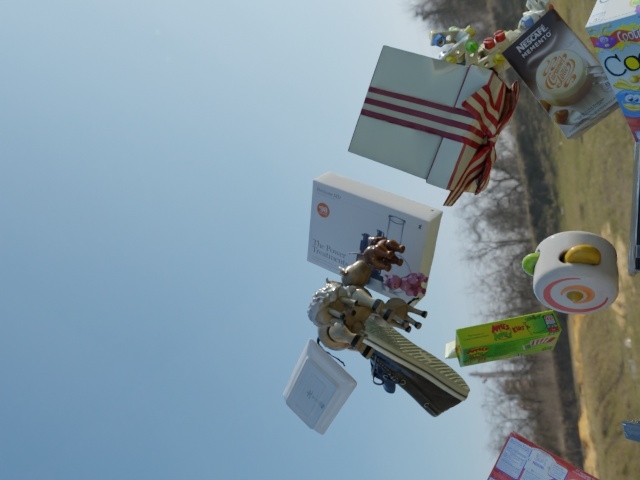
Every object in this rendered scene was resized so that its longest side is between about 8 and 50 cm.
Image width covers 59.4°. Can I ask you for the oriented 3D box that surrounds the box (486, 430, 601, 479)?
[{"bbox_3d":[0.518,0.551,1.179,0.154,0.300,0.142,-60,-37,-10],"label":"box"}]

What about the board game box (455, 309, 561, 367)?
[{"bbox_3d":[0.349,0.187,1.059,0.092,0.181,0.043,72,-173,-54],"label":"board game box"}]

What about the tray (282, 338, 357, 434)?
[{"bbox_3d":[-0.016,0.351,1.299,0.030,0.145,0.270,-35,-23,-40],"label":"tray"}]

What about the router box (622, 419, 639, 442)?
[{"bbox_3d":[0.779,0.426,1.256,0.179,0.133,0.046,60,-155,-74],"label":"router box"}]

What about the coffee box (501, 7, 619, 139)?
[{"bbox_3d":[0.535,-0.362,1.235,0.098,0.141,0.246,-11,-115,-55],"label":"coffee box"}]

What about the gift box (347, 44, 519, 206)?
[{"bbox_3d":[0.227,-0.220,1.109,0.276,0.258,0.255,-16,-54,-60],"label":"gift box"}]

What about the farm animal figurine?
[{"bbox_3d":[0.104,0.147,1.364,0.327,0.172,0.330,-46,-44,-26],"label":"farm animal figurine"}]

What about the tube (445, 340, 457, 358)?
[{"bbox_3d":[0.451,0.271,1.508,0.070,0.240,0.062,43,-145,-54],"label":"tube"}]

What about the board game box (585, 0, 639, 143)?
[{"bbox_3d":[0.595,-0.321,0.974,0.275,0.144,0.142,46,-118,-30],"label":"board game box"}]

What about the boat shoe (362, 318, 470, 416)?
[{"bbox_3d":[0.210,0.359,1.643,0.500,0.156,0.187,35,-167,-14],"label":"boat shoe"}]

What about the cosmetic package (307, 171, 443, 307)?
[{"bbox_3d":[0.143,-0.008,1.628,0.097,0.377,0.284,-31,-45,-48],"label":"cosmetic package"}]

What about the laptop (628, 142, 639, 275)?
[{"bbox_3d":[0.855,-0.109,1.283,0.408,0.236,0.382,15,-100,-64],"label":"laptop"}]

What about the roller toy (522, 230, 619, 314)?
[{"bbox_3d":[0.623,0.085,1.369,0.191,0.209,0.146,31,-128,-16],"label":"roller toy"}]

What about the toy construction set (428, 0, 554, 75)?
[{"bbox_3d":[0.481,-0.551,1.563,0.151,0.328,0.215,-97,-19,-44],"label":"toy construction set"}]
